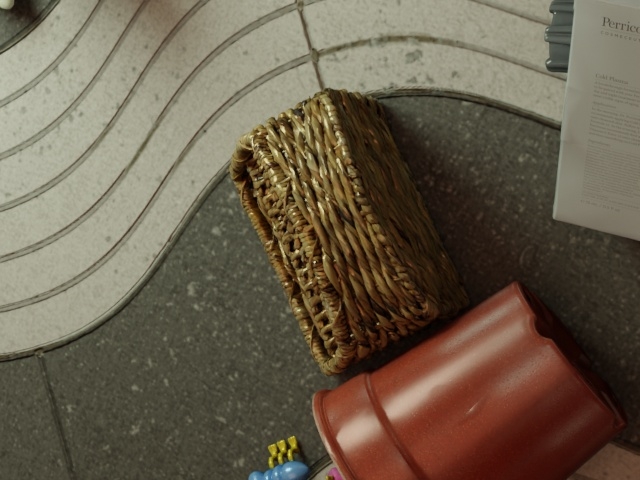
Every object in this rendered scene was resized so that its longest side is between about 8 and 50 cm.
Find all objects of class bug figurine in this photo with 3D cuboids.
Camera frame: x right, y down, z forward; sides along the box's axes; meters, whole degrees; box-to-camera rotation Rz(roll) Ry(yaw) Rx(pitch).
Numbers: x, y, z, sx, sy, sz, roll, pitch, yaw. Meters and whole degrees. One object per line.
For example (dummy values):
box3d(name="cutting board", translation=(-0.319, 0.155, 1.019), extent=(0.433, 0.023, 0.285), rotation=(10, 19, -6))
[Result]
box3d(name="bug figurine", translation=(0.027, 0.363, 1.748), extent=(0.216, 0.072, 0.279), rotation=(-30, 82, 24))

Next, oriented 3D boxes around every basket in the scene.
box3d(name="basket", translation=(0.000, 0.000, 1.663), extent=(0.223, 0.213, 0.299), rotation=(-26, 84, 20))

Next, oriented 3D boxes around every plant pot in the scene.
box3d(name="plant pot", translation=(0.179, 0.201, 1.595), extent=(0.265, 0.272, 0.272), rotation=(-38, 79, 11))

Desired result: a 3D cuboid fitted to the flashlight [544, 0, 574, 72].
box3d(name="flashlight", translation=(0.399, -0.210, 1.554), extent=(0.304, 0.103, 0.103), rotation=(4, 108, 21))

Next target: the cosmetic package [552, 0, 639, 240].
box3d(name="cosmetic package", translation=(0.443, -0.113, 1.476), extent=(0.377, 0.097, 0.284), rotation=(15, 133, 20))

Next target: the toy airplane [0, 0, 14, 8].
box3d(name="toy airplane", translation=(-0.407, -0.482, 1.797), extent=(0.386, 0.273, 0.384), rotation=(-6, 79, 58))
